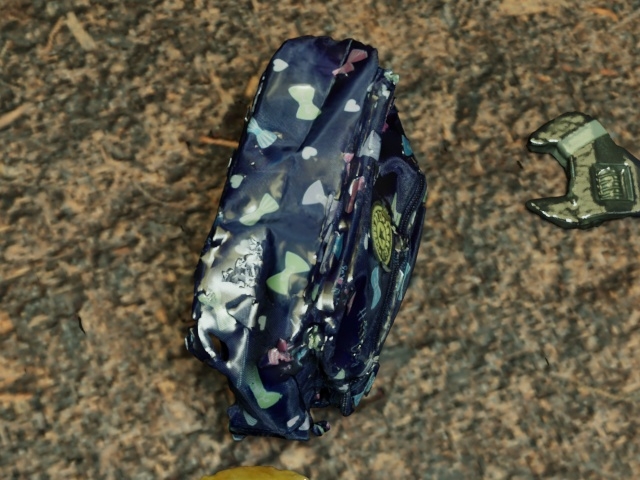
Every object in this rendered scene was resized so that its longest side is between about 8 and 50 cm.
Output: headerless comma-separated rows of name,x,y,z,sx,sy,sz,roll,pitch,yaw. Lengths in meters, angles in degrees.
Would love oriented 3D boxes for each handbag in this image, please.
handbag,0.000,0.000,1.033,0.113,0.162,0.260,8,62,15

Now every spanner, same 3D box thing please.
spanner,0.295,-0.010,1.134,0.315,0.024,0.087,19,65,4

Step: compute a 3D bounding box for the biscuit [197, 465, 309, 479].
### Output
biscuit,-0.040,0.255,0.971,0.118,0.029,0.247,-1,64,-4
